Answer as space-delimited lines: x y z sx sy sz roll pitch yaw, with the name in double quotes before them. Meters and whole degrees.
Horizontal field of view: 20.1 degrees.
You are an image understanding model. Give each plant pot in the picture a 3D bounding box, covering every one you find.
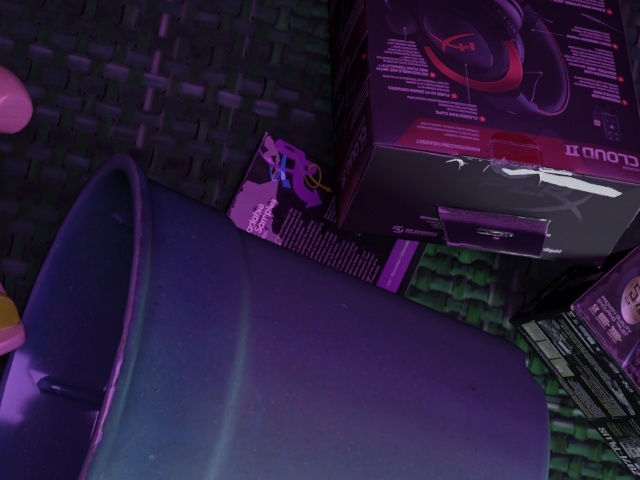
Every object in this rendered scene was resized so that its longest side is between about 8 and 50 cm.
"plant pot" -0.039 0.147 1.292 0.334 0.341 0.341 17 79 -19

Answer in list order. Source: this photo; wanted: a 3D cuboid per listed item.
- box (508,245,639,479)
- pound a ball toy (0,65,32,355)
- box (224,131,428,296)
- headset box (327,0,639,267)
"box" 0.255 0.104 1.447 0.077 0.147 0.180 -39 92 -15
"pound a ball toy" -0.353 0.000 1.299 0.319 0.136 0.208 -21 124 -16
"box" 0.000 0.000 1.460 0.162 0.029 0.116 28 76 -10
"headset box" 0.124 -0.113 1.400 0.218 0.110 0.293 7 51 -13
